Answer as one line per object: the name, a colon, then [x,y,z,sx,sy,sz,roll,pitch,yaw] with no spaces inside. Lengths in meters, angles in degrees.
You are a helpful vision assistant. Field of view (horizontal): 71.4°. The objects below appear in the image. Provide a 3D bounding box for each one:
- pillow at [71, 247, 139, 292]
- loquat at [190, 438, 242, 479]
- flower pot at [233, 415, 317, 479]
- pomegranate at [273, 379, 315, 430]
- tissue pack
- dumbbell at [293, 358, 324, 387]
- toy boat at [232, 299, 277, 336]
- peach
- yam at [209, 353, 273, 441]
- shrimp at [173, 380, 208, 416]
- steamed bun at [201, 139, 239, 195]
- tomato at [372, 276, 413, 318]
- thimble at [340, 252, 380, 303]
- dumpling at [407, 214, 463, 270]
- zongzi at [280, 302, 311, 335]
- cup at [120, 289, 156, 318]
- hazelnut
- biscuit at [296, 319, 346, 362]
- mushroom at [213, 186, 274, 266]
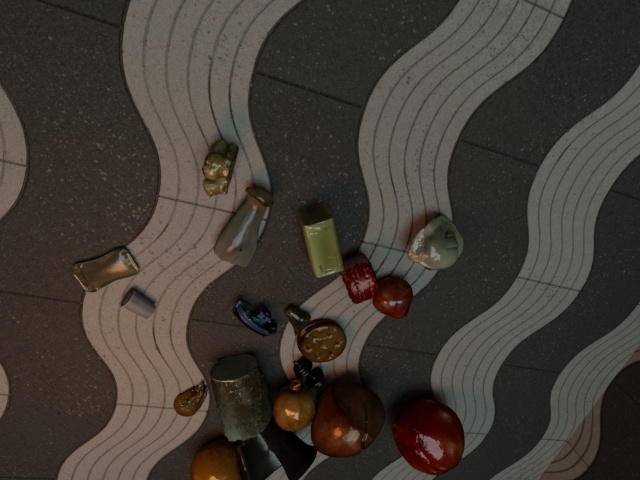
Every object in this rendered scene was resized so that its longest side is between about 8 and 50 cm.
pillow: [-0.788,0.108,1.632,0.218,0.033,0.130,-23,116,0]
loquat: [-0.471,1.069,2.071,0.263,0.263,0.263,-5,118,-10]
flower pot: [-0.233,0.962,2.012,0.379,0.379,0.251,-36,84,6]
pomegranate: [-0.119,0.739,1.983,0.207,0.207,0.207,-5,118,-10]
tissue pack: [0.000,0.000,1.683,0.125,0.159,0.234,-16,119,-5]
dumbbell: [-0.051,0.602,2.016,0.099,0.099,0.208,-39,117,8]
toy boat: [-0.257,0.312,1.818,0.097,0.100,0.223,-37,121,18]
peach: [0.529,0.966,2.200,0.370,0.370,0.370,-5,118,-10]
yam: [-0.343,0.672,1.926,0.241,0.241,0.348,-12,116,-7]
shrimp: [-0.576,0.707,1.980,0.115,0.051,0.217,29,110,-22]
steamed bun: [-0.346,-0.235,1.487,0.106,0.177,0.192,15,127,-10]
tomato: [0.304,0.250,1.889,0.187,0.151,0.187,-4,122,-7]
thimble: [0.155,0.153,1.793,0.125,0.163,0.189,-22,105,-2]
dumpling: [0.475,0.005,1.818,0.175,0.243,0.226,8,100,26]
zongzi: [-0.133,0.338,1.892,0.154,0.062,0.130,29,119,-18]
cup: [-0.708,0.251,1.710,0.104,0.074,0.116,-26,127,29]
hazelnut: [0.115,0.818,2.043,0.372,0.315,0.372,-26,149,-17]
biscuit: [0.005,0.447,1.968,0.221,0.066,0.220,-5,117,-10]
mushroom: [-0.272,-0.050,1.636,0.159,0.122,0.328,2,124,-55]
